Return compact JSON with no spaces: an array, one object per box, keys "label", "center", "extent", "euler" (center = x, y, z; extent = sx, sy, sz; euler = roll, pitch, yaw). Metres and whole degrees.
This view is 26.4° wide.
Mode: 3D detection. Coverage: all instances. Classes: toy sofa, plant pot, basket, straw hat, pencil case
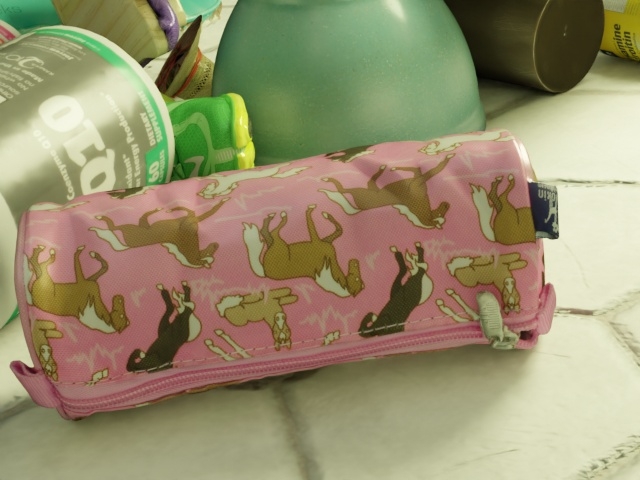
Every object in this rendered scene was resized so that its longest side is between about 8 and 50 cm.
[{"label":"toy sofa","center":[-0.187,-0.282,1.527],"extent":[0.150,0.177,0.362],"euler":[-27,4,-19]},{"label":"plant pot","center":[0.018,-0.198,1.412],"extent":[0.293,0.196,0.293],"euler":[-6,25,3]},{"label":"basket","center":[0.194,-0.254,1.546],"extent":[0.204,0.154,0.227],"euler":[-4,20,-46]},{"label":"straw hat","center":[-0.148,-0.191,1.598],"extent":[0.061,0.144,0.144],"euler":[30,18,-17]},{"label":"pencil case","center":[-0.027,0.024,0.979],"extent":[0.386,0.160,0.167],"euler":[-9,13,-3]}]

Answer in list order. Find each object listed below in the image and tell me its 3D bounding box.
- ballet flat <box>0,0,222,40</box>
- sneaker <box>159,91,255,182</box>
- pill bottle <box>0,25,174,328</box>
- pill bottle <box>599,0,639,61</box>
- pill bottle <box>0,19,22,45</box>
[{"label":"ballet flat","center":[-0.331,-0.291,1.793],"extent":[0.409,0.146,0.147],"euler":[-11,22,-34]},{"label":"sneaker","center":[-0.160,-0.090,1.329],"extent":[0.124,0.109,0.296],"euler":[-12,14,-32]},{"label":"pill bottle","center":[-0.292,-0.033,1.127],"extent":[0.204,0.204,0.361],"euler":[4,27,25]},{"label":"pill bottle","center":[0.364,-0.255,1.546],"extent":[0.103,0.103,0.184],"euler":[-22,27,-29]},{"label":"pill bottle","center":[-0.424,-0.122,1.416],"extent":[0.160,0.160,0.283],"euler":[5,27,25]}]
